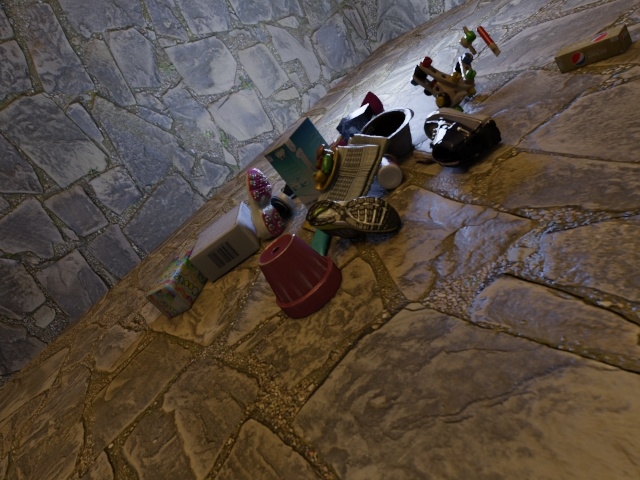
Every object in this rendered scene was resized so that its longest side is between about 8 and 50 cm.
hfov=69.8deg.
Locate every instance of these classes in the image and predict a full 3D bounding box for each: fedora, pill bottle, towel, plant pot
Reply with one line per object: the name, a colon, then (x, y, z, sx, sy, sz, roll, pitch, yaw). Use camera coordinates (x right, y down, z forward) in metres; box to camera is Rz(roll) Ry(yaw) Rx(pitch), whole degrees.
fedora: (0.263, -0.383, 1.729, 0.243, 0.124, 0.275, -40, 28, 0)
pill bottle: (0.229, -0.240, 1.560, 0.086, 0.086, 0.152, -31, 23, 18)
towel: (0.097, -0.226, 1.621, 0.324, 0.056, 0.312, -65, 23, 2)
plant pot: (-0.071, 0.085, 1.275, 0.201, 0.180, 0.201, -32, 24, 16)

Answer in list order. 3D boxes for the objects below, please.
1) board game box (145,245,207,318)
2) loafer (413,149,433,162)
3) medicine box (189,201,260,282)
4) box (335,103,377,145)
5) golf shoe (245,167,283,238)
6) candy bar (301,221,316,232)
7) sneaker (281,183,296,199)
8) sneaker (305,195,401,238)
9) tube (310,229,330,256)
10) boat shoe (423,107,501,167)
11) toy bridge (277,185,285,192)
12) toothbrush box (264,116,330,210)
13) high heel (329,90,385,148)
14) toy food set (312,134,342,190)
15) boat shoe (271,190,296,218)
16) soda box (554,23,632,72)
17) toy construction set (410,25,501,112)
board game box: (-0.597, 0.176, 1.979, 0.142, 0.144, 0.275, -25, 26, 30)
loafer: (0.348, -0.274, 1.514, 0.045, 0.039, 0.125, -9, 19, -16)
medicine box: (-0.407, 0.000, 2.012, 0.263, 0.149, 0.289, -35, 22, 11)
box: (0.181, -0.486, 2.018, 0.158, 0.156, 0.093, -20, 30, 40)
golf shoe: (-0.261, -0.147, 1.916, 0.115, 0.306, 0.140, -9, -13, -41)
candy bar: (-0.031, -0.049, 1.689, 0.040, 0.018, 0.161, -47, 23, -9)
sneaker: (-0.136, -0.254, 2.145, 0.234, 0.097, 0.084, -22, 27, 36)
sneaker: (0.107, -0.060, 1.372, 0.299, 0.121, 0.111, 7, 70, 36)
tube: (0.000, 0.000, 1.513, 0.080, 0.052, 0.207, -29, 29, 36)
boat shoe: (0.377, -0.313, 1.405, 0.158, 0.127, 0.340, -34, 22, -8)
toy bridge: (-0.142, -0.288, 2.317, 0.188, 0.026, 0.063, -29, 21, 23)
toothbrush box: (-0.048, -0.304, 1.841, 0.126, 0.295, 0.216, -19, 30, 44)
high heel: (0.135, -0.539, 2.157, 0.377, 0.181, 0.127, -29, 24, 24)
toy food set: (0.007, -0.295, 1.725, 0.128, 0.071, 0.218, -35, 39, 57)
boat shoe: (-0.206, -0.138, 2.018, 0.105, 0.113, 0.306, -53, 22, -17)
soda box: (0.782, -0.550, 1.325, 0.061, 0.058, 0.181, -50, 25, -24)
toy construction set: (0.512, -0.582, 1.660, 0.309, 0.257, 0.237, -43, 60, 35)
